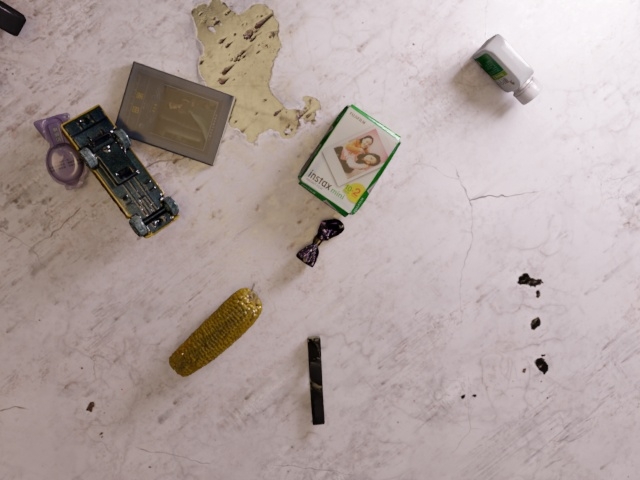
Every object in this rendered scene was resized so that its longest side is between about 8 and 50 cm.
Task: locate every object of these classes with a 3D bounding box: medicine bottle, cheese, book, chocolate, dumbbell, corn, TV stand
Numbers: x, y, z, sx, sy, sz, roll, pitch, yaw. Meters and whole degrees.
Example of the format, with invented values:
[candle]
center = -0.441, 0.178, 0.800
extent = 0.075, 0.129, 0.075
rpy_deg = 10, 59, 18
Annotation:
[medicine bottle]
center = 0.476, -0.430, 1.420
extent = 0.183, 0.119, 0.069
rpy_deg = 42, 91, -9
[cheese]
center = -0.656, -0.224, 1.433
extent = 0.105, 0.042, 0.191
rpy_deg = -15, 97, -2
[book]
center = -0.375, -0.323, 1.442
extent = 0.269, 0.025, 0.191
rpy_deg = 19, 96, -5
[chocolate]
center = -0.002, -0.001, 1.486
extent = 0.070, 0.072, 0.147
rpy_deg = 34, 85, 35
[dumbbell]
center = -0.826, -0.483, 1.339
extent = 0.152, 0.152, 0.218
rpy_deg = 32, 94, -6
[corn]
center = -0.267, 0.242, 1.480
extent = 0.310, 0.101, 0.101
rpy_deg = -45, 97, 2
[TV stand]
center = -0.012, 0.382, 1.538
extent = 0.036, 0.042, 0.249
rpy_deg = -4, 97, -5

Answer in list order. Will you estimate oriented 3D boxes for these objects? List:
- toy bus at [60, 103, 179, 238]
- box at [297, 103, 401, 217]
[toy bus]
center = -0.497, -0.163, 1.401
extent = 0.121, 0.123, 0.335
rpy_deg = -38, 99, -23
[box]
center = 0.071, -0.203, 1.439
extent = 0.180, 0.103, 0.250
rpy_deg = 33, 94, -5
